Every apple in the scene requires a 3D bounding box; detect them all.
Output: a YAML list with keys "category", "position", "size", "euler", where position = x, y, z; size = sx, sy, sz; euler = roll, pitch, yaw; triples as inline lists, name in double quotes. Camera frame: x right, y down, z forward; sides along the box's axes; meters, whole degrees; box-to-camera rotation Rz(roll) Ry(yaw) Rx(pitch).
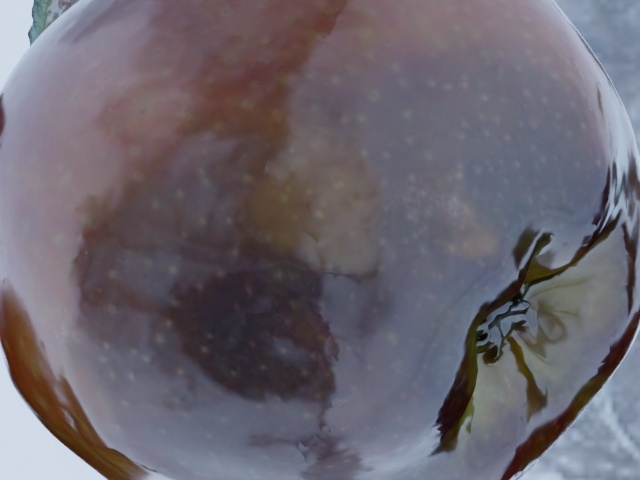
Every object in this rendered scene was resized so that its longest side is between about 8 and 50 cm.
- category: "apple"
  position: [0.000, 0.000, 0.597]
  size: [0.230, 0.230, 0.230]
  euler: [-1, -90, -79]

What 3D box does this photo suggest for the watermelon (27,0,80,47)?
- category: "watermelon"
  position: [-0.105, -0.134, 1.060]
  size: [0.071, 0.139, 0.187]
  euler: [-2, -53, -41]
